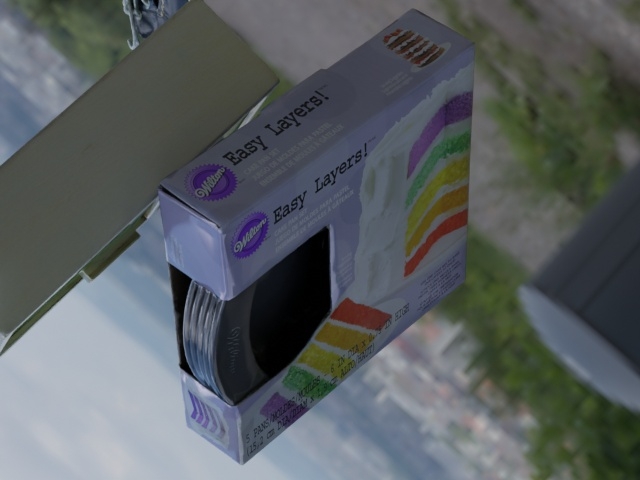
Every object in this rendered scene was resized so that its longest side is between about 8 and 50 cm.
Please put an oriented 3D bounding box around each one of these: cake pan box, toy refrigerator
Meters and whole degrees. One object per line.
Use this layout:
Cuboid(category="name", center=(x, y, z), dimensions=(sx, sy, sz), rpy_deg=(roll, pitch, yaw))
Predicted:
Cuboid(category="cake pan box", center=(0.000, 0.000, 1.342), dimensions=(0.070, 0.267, 0.245), rpy_deg=(32, 142, 32))
Cuboid(category="toy refrigerator", center=(-0.153, -0.036, 1.288), dimensions=(0.094, 0.269, 0.102), rpy_deg=(45, 154, 0))

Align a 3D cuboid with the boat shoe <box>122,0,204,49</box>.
Cuboid(category="boat shoe", center=(-0.148, -0.217, 1.827), dimensions=(0.254, 0.079, 0.095), rpy_deg=(85, -176, -59))
